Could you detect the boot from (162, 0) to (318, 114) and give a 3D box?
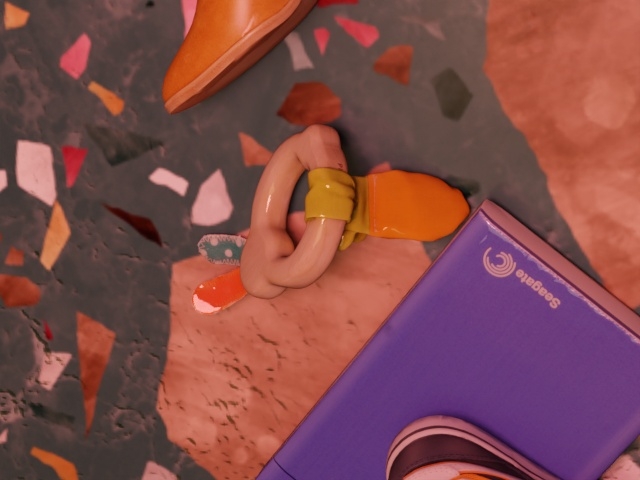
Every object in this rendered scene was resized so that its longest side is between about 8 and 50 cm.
[{"bbox_3d":[-0.075,-0.261,1.415,0.211,0.104,0.295,46,109,2],"label":"boot"}]

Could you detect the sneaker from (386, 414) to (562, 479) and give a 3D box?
[{"bbox_3d":[0.194,0.256,1.443,0.321,0.127,0.126,23,116,-8],"label":"sneaker"}]

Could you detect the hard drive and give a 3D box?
[{"bbox_3d":[0.119,0.149,1.508,0.210,0.040,0.319,38,115,0],"label":"hard drive"}]

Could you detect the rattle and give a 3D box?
[{"bbox_3d":[0.000,0.000,1.511,0.130,0.142,0.200,61,137,28],"label":"rattle"}]
